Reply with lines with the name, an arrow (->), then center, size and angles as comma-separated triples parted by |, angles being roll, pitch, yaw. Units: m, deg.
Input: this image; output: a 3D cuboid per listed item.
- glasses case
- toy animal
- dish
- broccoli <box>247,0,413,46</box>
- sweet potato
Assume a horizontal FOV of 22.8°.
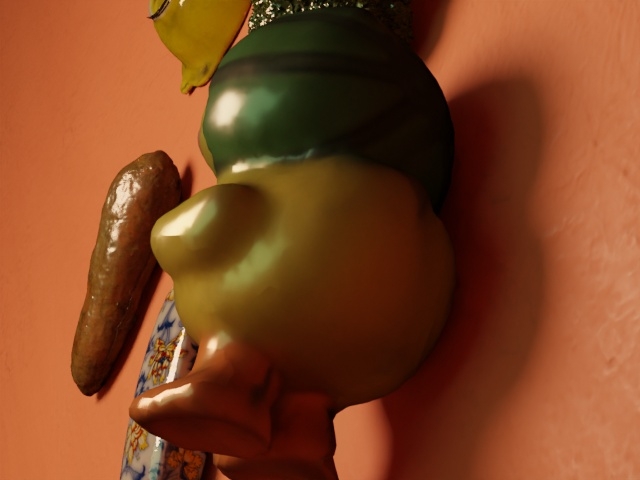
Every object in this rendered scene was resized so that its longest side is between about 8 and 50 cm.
glasses case -> -0.130, 0.154, 1.392 | 0.087, 0.065, 0.248 | -23, 52, 60
toy animal -> 0.003, -0.001, 1.092 | 0.191, 0.216, 0.338 | -5, 62, 34
dish -> -0.134, -0.262, 1.685 | 0.208, 0.080, 0.149 | -65, 24, 9
broccoli -> 0.013, -0.188, 1.276 | 0.138, 0.145, 0.162 | -50, -15, -42
sweet potato -> -0.207, 0.038, 1.640 | 0.075, 0.075, 0.273 | 35, 109, 65
